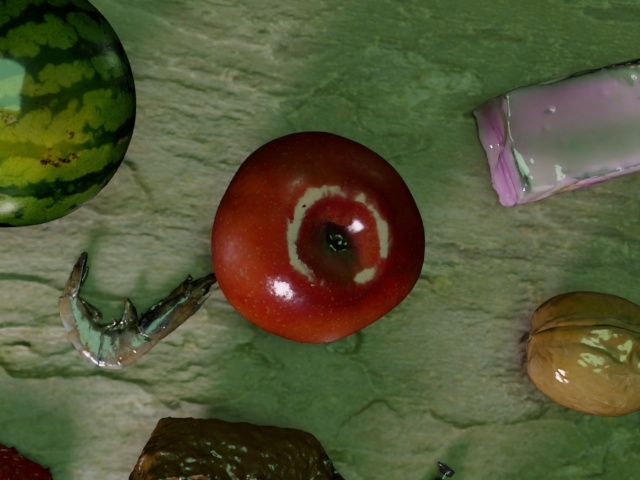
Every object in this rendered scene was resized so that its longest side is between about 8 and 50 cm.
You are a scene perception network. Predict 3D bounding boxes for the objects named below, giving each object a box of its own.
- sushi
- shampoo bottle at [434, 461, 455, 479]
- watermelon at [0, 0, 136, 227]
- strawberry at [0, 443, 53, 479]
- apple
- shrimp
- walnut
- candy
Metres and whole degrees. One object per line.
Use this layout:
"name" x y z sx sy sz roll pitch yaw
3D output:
"sushi" -0.109 0.298 1.121 0.287 0.149 0.140 15 48 -28
"shampoo bottle" 0.135 0.360 1.232 0.048 0.027 0.137 38 78 -11
"watermelon" -0.348 -0.153 1.024 0.285 0.285 0.285 1 86 -14
"strawberry" -0.394 0.301 1.090 0.187 0.082 0.146 45 71 -2
"apple" 0.000 0.000 1.132 0.260 0.216 0.261 0 89 -15
"shrimp" -0.235 0.063 1.164 0.195 0.035 0.148 -37 92 -12
"walnut" 0.371 0.151 1.240 0.197 0.165 0.165 13 83 -21
"candy" 0.359 -0.150 1.279 0.265 0.116 0.156 -15 90 -15
